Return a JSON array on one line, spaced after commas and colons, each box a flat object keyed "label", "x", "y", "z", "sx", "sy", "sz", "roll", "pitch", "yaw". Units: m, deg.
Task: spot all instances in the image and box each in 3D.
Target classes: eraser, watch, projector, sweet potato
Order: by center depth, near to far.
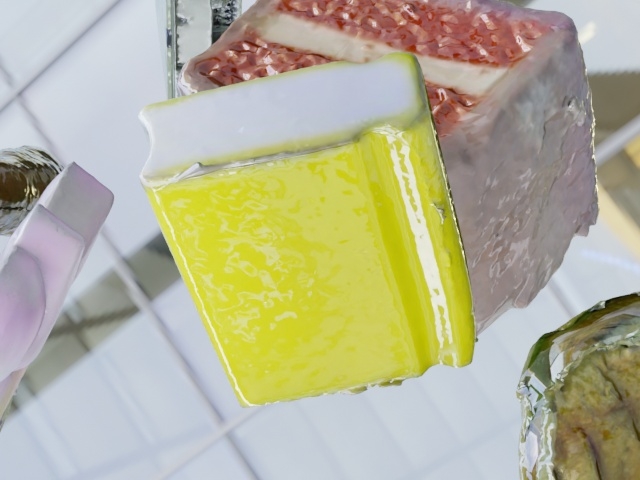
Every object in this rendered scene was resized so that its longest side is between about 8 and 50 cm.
[{"label": "eraser", "x": 0.000, "y": 0.000, "z": 0.974, "sx": 0.226, "sy": 0.158, "sz": 0.069, "roll": 71, "pitch": -169, "yaw": -48}, {"label": "watch", "x": -0.279, "y": 0.042, "z": 1.050, "sx": 0.217, "sy": 0.248, "sz": 0.211, "roll": 25, "pitch": -165, "yaw": -6}, {"label": "sweet potato", "x": -0.236, "y": -0.034, "z": 1.279, "sx": 0.075, "sy": 0.075, "sz": 0.273, "roll": 53, "pitch": -175, "yaw": 2}, {"label": "projector", "x": -0.122, "y": -0.273, "z": 1.680, "sx": 0.088, "sy": 0.269, "sz": 0.194, "roll": -6, "pitch": -121, "yaw": -8}]

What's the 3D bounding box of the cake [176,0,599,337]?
[{"label": "cake", "x": 0.062, "y": -0.080, "z": 1.443, "sx": 0.237, "sy": 0.309, "sz": 0.230, "roll": -49, "pitch": -40, "yaw": -30}]

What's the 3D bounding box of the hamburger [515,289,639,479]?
[{"label": "hamburger", "x": 0.246, "y": 0.156, "z": 1.065, "sx": 0.284, "sy": 0.134, "sz": 0.266, "roll": 6, "pitch": -109, "yaw": -17}]
